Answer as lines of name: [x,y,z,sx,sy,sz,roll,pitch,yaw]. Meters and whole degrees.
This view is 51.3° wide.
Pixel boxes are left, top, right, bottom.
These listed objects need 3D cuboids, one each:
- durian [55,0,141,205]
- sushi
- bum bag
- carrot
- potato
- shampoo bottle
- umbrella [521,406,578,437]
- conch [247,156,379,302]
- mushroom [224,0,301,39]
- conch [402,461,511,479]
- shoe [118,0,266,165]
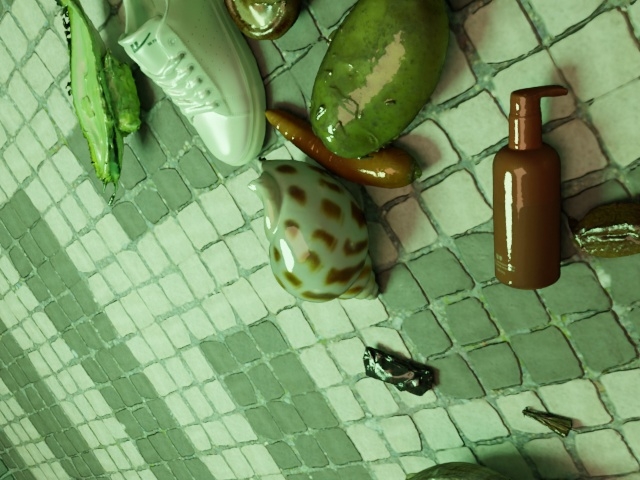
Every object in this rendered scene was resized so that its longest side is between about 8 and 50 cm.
durian: [-0.372,-0.240,1.147,0.132,0.107,0.375,7,118,31]
sushi: [0.346,-0.015,0.780,0.052,0.055,0.120,52,145,-15]
bum bag: [0.124,0.215,1.088,0.124,0.034,0.057,22,117,25]
carrot: [0.024,-0.126,0.956,0.271,0.062,0.066,22,159,30]
potato: [0.074,-0.212,0.831,0.149,0.113,0.251,43,119,22]
shampoo bottle: [0.251,-0.061,0.806,0.085,0.085,0.244,10,119,32]
umbrella: [0.333,0.264,0.969,0.083,0.031,0.020,20,157,29]
conch: [0.001,0.000,0.982,0.149,0.182,0.275,-2,136,19]
mushroom: [-0.083,-0.333,0.892,0.127,0.087,0.127,14,120,26]
conch: [0.227,0.457,1.050,0.352,0.210,0.297,-33,103,16]
shoe: [-0.199,-0.265,0.969,0.132,0.160,0.362,-3,113,39]
